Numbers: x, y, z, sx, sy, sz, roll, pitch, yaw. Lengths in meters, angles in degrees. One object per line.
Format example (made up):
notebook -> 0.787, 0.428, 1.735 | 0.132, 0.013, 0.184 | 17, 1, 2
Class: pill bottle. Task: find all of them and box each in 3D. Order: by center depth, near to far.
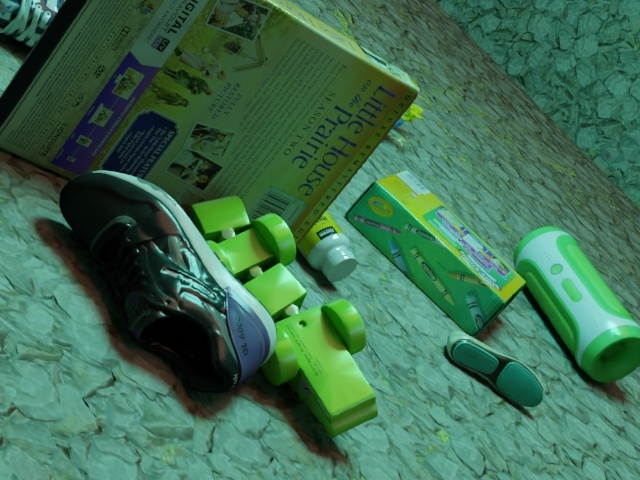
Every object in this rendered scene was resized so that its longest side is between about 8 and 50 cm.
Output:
pill bottle -> 0.000, 0.000, 1.711 | 0.065, 0.065, 0.116 | 10, 36, -53

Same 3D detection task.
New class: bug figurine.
bug figurine -> 0.086, -0.295, 2.448 | 0.279, 0.072, 0.216 | 42, 14, 16

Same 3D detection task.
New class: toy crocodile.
toy crocodile -> -0.052, 0.078, 1.425 | 0.115, 0.105, 0.340 | -26, 65, -28

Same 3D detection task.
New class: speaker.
speaker -> 0.449, 0.107, 2.188 | 0.131, 0.131, 0.296 | 24, 26, -38

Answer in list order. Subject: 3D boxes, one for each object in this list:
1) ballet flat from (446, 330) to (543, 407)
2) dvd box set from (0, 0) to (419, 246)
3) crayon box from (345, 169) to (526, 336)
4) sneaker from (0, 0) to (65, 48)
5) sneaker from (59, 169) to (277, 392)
ballet flat -> 0.253, 0.180, 1.804 | 0.168, 0.057, 0.052 | 35, 11, -14
dvd box set -> -0.129, -0.159, 1.471 | 0.420, 0.307, 0.062 | 25, 24, -35
crayon box -> 0.186, 0.015, 1.979 | 0.278, 0.081, 0.165 | 44, 21, 9
sneaker -> -0.356, -0.276, 1.610 | 0.282, 0.099, 0.153 | 40, 21, 5
sneaker -> -0.171, 0.039, 1.290 | 0.283, 0.107, 0.124 | 42, 27, 4
